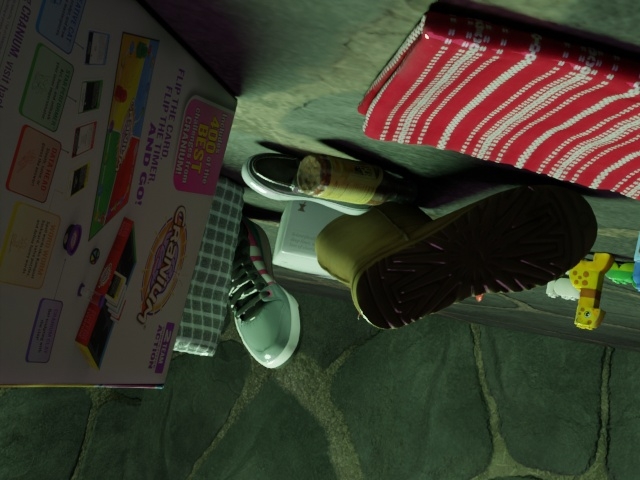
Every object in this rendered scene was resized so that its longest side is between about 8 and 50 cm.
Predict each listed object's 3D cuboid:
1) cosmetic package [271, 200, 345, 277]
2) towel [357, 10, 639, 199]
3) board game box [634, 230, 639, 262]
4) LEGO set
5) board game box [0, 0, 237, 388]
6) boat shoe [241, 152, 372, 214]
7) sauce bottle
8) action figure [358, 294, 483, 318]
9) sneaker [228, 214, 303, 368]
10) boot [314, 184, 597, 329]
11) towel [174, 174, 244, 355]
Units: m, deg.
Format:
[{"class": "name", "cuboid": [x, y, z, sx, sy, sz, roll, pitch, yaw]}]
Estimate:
[{"class": "cosmetic package", "cuboid": [0.000, 0.000, 1.142, 0.117, 0.085, 0.231, 12, 174, -4]}, {"class": "towel", "cuboid": [0.170, -0.067, 0.523, 0.275, 0.031, 0.199, 13, 172, -7]}, {"class": "board game box", "cuboid": [0.404, 0.014, 0.729, 0.160, 0.039, 0.211, 13, 172, -7]}, {"class": "LEGO set", "cuboid": [0.361, 0.068, 1.012, 0.227, 0.093, 0.087, 6, 171, 42]}, {"class": "board game box", "cuboid": [-0.158, -0.031, 0.514, 0.064, 0.242, 0.316, 12, 173, 15]}, {"class": "boat shoe", "cuboid": [-0.006, -0.062, 0.830, 0.142, 0.049, 0.040, 13, 154, -18]}, {"class": "sauce bottle", "cuboid": [0.038, -0.055, 0.791, 0.128, 0.042, 0.042, 6, 179, -41]}, {"class": "action figure", "cuboid": [0.137, 0.086, 1.413, 0.280, 0.139, 0.091, 18, 170, -21]}, {"class": "sneaker", "cuboid": [-0.135, 0.046, 1.236, 0.178, 0.124, 0.295, 33, -158, -44]}, {"class": "boot", "cuboid": [0.115, -0.007, 0.839, 0.236, 0.089, 0.269, -17, -170, -2]}, {"class": "towel", "cuboid": [-0.222, 0.009, 0.993, 0.121, 0.235, 0.284, 2, 169, 40]}]
